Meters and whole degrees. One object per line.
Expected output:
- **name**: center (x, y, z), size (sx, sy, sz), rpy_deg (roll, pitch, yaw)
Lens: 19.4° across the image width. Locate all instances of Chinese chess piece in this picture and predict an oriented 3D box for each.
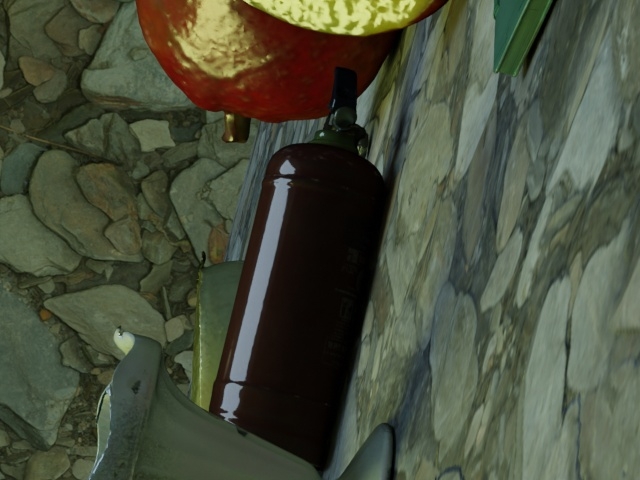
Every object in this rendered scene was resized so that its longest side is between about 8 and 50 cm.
- **Chinese chess piece**: center (-0.072, 0.128, 1.726), size (0.238, 0.092, 0.238), rpy_deg (-179, 90, -85)

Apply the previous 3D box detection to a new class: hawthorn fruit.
- **hawthorn fruit**: center (-0.045, -0.231, 1.717), size (0.265, 0.265, 0.307), rpy_deg (-90, 6, -67)

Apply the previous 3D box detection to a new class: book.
- **book**: center (0.124, -0.169, 1.089), size (0.135, 0.017, 0.103), rpy_deg (-83, 11, -46)

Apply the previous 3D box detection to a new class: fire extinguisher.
- **fire extinguisher**: center (-0.012, 0.012, 1.551), size (0.138, 0.102, 0.344), rpy_deg (128, 155, -80)

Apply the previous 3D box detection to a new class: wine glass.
- **wine glass**: center (-0.061, 0.157, 1.223), size (0.165, 0.196, 0.165), rpy_deg (-167, 90, -83)

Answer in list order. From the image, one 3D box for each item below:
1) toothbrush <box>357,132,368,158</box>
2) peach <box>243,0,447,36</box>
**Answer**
- **toothbrush**: center (0.032, -0.038, 1.681), size (0.194, 0.014, 0.017), rpy_deg (-83, 9, -51)
- **peach**: center (-0.008, -0.292, 1.402), size (0.245, 0.274, 0.249), rpy_deg (-94, 24, -62)
